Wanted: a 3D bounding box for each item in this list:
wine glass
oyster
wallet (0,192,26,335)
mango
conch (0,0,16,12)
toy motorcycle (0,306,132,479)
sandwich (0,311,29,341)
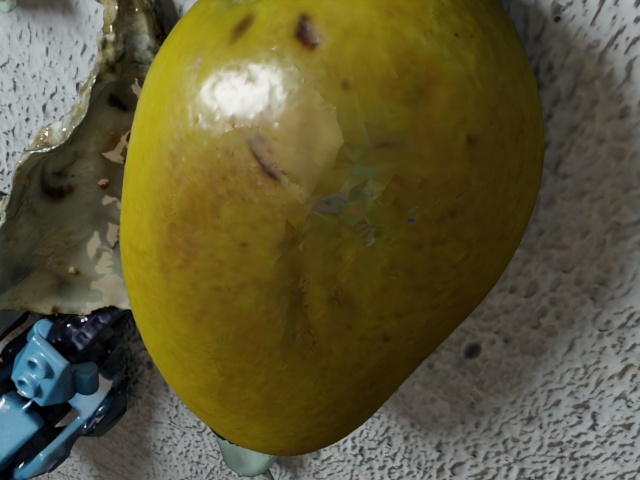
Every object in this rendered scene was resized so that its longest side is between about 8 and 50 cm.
[{"bbox_3d":[-0.074,0.287,0.887,0.079,0.079,0.196,-8,119,31],"label":"wine glass"},{"bbox_3d":[-0.188,-0.061,0.679,0.204,0.111,0.396,18,118,-25],"label":"oyster"},{"bbox_3d":[-0.436,0.074,0.807,0.146,0.285,0.030,43,155,-3],"label":"wallet"},{"bbox_3d":[0.000,0.000,0.541,0.301,0.221,0.445,2,128,-10],"label":"mango"},{"bbox_3d":[-0.301,-0.254,0.603,0.114,0.137,0.234,21,144,-21],"label":"conch"},{"bbox_3d":[-0.364,0.214,0.885,0.172,0.232,0.416,45,130,0],"label":"toy motorcycle"},{"bbox_3d":[-0.497,0.060,0.878,0.108,0.186,0.220,4,123,22],"label":"sandwich"}]
